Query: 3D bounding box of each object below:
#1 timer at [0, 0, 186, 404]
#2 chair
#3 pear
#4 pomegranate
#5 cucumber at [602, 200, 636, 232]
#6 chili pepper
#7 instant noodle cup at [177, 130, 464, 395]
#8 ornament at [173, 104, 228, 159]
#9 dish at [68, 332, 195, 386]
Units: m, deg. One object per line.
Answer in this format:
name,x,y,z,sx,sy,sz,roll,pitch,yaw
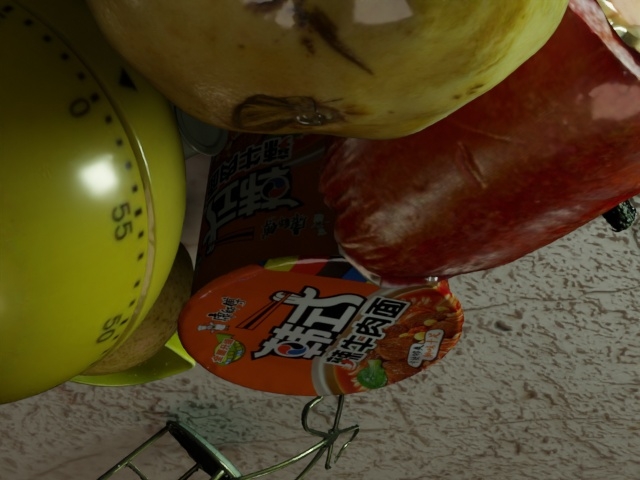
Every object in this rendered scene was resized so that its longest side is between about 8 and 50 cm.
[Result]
timer,-0.255,-0.061,1.257,0.376,0.387,0.376,12,120,22
chair,-0.124,0.276,1.950,0.325,0.170,0.160,-44,144,-15
pear,-0.203,0.043,1.539,0.178,0.178,0.178,-1,148,-1
pomegranate,0.004,-0.221,1.007,0.332,0.333,0.332,-1,148,-1
cucumber,0.269,-0.049,1.536,0.034,0.033,0.135,18,160,36
chili pepper,0.156,-0.111,1.255,0.305,0.229,0.251,-31,173,42
instant noodle cup,0.000,0.000,1.451,0.250,0.192,0.250,-1,149,0
ornament,-0.154,-0.076,1.435,0.081,0.075,0.156,23,143,-37
dish,-0.231,0.090,1.693,0.207,0.080,0.149,9,150,-18
